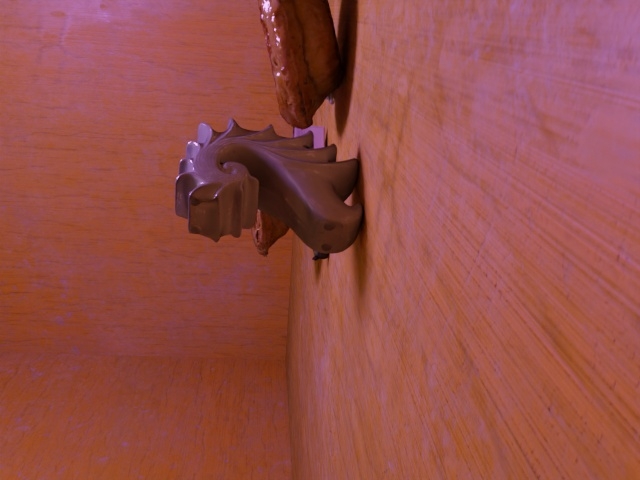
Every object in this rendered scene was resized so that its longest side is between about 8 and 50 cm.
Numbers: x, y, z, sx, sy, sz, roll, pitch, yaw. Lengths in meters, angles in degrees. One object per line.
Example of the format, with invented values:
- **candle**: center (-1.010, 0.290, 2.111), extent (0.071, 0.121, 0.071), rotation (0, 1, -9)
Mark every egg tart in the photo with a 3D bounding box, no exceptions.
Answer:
- **egg tart**: center (-0.047, -0.498, 1.766), extent (0.443, 0.178, 0.444), rotation (-11, -90, -87)
- **egg tart**: center (-0.153, -0.102, 2.214), extent (0.319, 0.128, 0.319), rotation (177, 90, -89)

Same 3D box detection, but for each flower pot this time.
- **flower pot**: center (-0.097, -0.109, 1.425), extent (0.254, 0.367, 0.165), rotation (-83, 0, -47)

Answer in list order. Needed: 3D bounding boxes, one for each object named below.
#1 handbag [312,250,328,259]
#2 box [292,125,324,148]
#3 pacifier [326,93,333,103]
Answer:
- **handbag**: center (0.000, 0.000, 1.980), extent (0.072, 0.047, 0.111), rotation (134, 136, -81)
- **box**: center (-0.041, -0.196, 2.194), extent (0.203, 0.106, 0.252), rotation (100, 172, -60)
- **pacifier**: center (-0.015, -0.437, 2.023), extent (0.150, 0.116, 0.127), rotation (-116, 3, -72)
